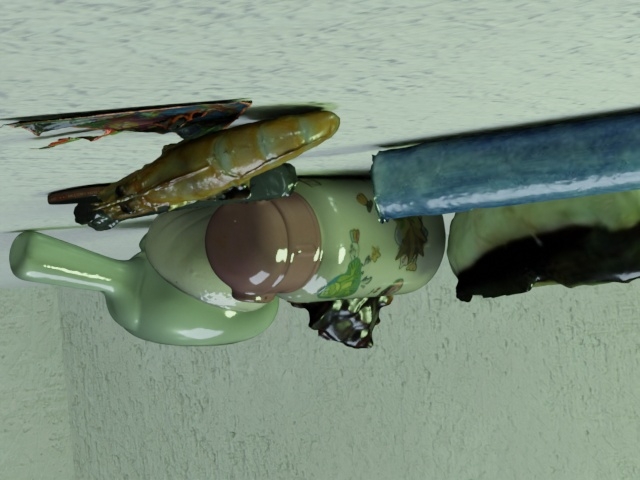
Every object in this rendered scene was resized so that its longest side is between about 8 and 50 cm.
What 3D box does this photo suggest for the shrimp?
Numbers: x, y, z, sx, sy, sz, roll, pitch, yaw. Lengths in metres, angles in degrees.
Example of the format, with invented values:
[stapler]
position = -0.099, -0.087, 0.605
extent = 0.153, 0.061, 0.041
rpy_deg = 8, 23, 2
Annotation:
[shrimp]
position = -0.063, -0.052, 0.909
extent = 0.162, 0.045, 0.095
rpy_deg = -18, -161, 19

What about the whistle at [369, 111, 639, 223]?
[whistle]
position = 0.188, -0.060, 1.117
extent = 0.304, 0.062, 0.062
rpy_deg = -7, 178, 20

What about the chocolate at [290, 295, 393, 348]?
[chocolate]
position = 0.014, 0.038, 1.695
extent = 0.224, 0.177, 0.206
rpy_deg = -2, 176, -42

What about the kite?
[kite]
position = -0.104, -0.065, 0.859
extent = 0.159, 0.010, 0.190
rpy_deg = -7, 177, 35

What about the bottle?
[bottle]
position = 0.000, 0.000, 1.387
extent = 0.120, 0.120, 0.253
rpy_deg = -8, 177, 42

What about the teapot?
[teapot]
position = -0.190, 0.051, 1.771
extent = 0.220, 0.149, 0.318
rpy_deg = 2, -176, 32

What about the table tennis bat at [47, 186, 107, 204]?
[table tennis bat]
position = -0.166, -0.041, 1.253
extent = 0.156, 0.013, 0.087
rpy_deg = -7, 177, 43

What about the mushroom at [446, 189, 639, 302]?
[mushroom]
position = 0.245, -0.030, 1.380
extent = 0.247, 0.130, 0.344
rpy_deg = -22, -176, -18

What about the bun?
[bun]
position = -0.094, -0.001, 1.440
extent = 0.138, 0.094, 0.138
rpy_deg = 26, -158, -11

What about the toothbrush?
[toothbrush]
position = -0.122, -0.036, 1.289
extent = 0.031, 0.030, 0.297
rpy_deg = 9, 168, -42
